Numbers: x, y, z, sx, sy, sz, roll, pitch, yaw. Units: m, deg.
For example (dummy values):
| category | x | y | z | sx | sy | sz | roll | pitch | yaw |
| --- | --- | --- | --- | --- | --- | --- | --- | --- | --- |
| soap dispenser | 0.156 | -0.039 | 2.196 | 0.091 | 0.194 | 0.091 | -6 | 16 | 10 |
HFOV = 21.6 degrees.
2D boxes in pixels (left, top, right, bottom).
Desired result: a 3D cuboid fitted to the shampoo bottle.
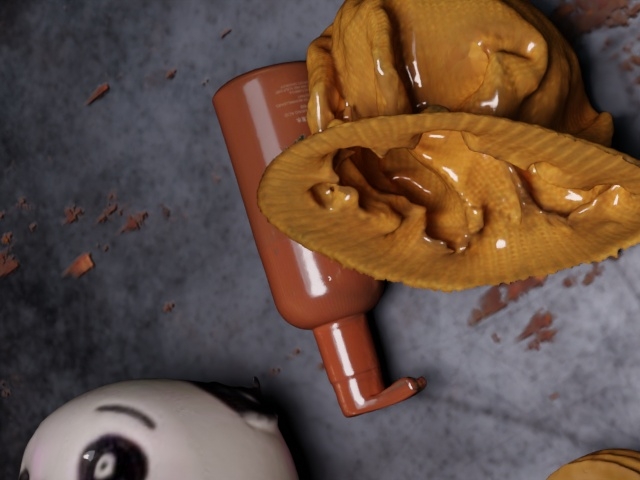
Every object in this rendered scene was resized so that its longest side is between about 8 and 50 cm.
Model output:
| category | x | y | z | sx | sy | sz | roll | pitch | yaw |
| --- | --- | --- | --- | --- | --- | --- | --- | --- | --- |
| shampoo bottle | -0.002 | 0.001 | 1.150 | 0.085 | 0.085 | 0.244 | -23 | 82 | 27 |

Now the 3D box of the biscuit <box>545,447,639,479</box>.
| category | x | y | z | sx | sy | sz | roll | pitch | yaw |
| --- | --- | --- | --- | --- | --- | --- | --- | --- | --- |
| biscuit | 0.192 | 0.315 | 1.044 | 0.312 | 0.057 | 0.351 | -30 | 78 | 38 |

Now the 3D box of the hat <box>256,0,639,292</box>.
| category | x | y | z | sx | sy | sz | roll | pitch | yaw |
| --- | --- | --- | --- | --- | --- | --- | --- | --- | --- |
| hat | 0.089 | -0.119 | 1.077 | 0.244 | 0.233 | 0.233 | -10 | 61 | 17 |

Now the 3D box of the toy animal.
| category | x | y | z | sx | sy | sz | roll | pitch | yaw |
| --- | --- | --- | --- | --- | --- | --- | --- | --- | --- |
| toy animal | -0.103 | 0.248 | 1.146 | 0.251 | 0.251 | 0.310 | -14 | 75 | 28 |
